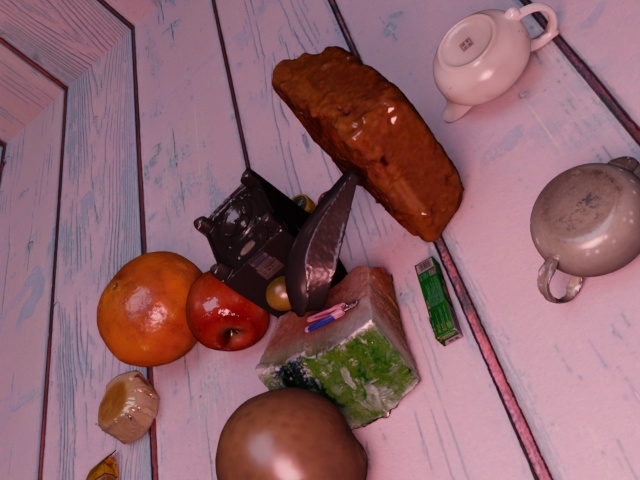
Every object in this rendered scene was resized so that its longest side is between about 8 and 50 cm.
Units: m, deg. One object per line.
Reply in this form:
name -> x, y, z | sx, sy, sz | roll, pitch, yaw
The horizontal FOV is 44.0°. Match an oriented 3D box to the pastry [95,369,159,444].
pastry -> -0.448, 0.387, 1.836 | 0.166, 0.088, 0.165 | -25, 45, 28

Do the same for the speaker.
speaker -> -0.101, 0.012, 1.664 | 0.184, 0.254, 0.232 | -43, 39, 12

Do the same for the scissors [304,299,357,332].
scissors -> 0.020, 0.133, 1.426 | 0.113, 0.012, 0.039 | -26, 28, 26

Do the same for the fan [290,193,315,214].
fan -> -0.068, -0.075, 1.868 | 0.155, 0.039, 0.082 | 25, 80, 52

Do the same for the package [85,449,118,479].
package -> -0.493, 0.539, 1.793 | 0.071, 0.047, 0.131 | -40, 42, 19

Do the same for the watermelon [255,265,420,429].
watermelon -> 0.022, 0.192, 1.481 | 0.264, 0.151, 0.302 | -32, 43, 24

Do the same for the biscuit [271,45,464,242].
biscuit -> 0.100, -0.207, 1.575 | 0.166, 0.343, 0.395 | -44, 42, 2

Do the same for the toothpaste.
toothpaste -> 0.214, 0.109, 1.452 | 0.043, 0.037, 0.178 | -30, 43, 19

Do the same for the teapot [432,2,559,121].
teapot -> 0.351, -0.379, 1.627 | 0.300, 0.166, 0.208 | -30, 35, 13

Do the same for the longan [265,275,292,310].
longan -> -0.070, 0.104, 1.555 | 0.075, 0.075, 0.083 | -59, -2, -10

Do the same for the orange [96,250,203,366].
orange -> -0.391, 0.160, 1.855 | 0.284, 0.226, 0.283 | -30, 36, 25

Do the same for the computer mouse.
computer mouse -> -0.005, -0.001, 1.462 | 0.168, 0.087, 0.295 | 122, 165, -76

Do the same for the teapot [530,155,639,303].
teapot -> 0.438, -0.028, 1.274 | 0.193, 0.129, 0.294 | 25, 81, 50

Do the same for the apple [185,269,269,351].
apple -> -0.200, 0.150, 1.711 | 0.181, 0.181, 0.168 | -30, 39, 24

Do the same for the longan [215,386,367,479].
longan -> -0.049, 0.374, 1.338 | 0.258, 0.258, 0.258 | -25, 45, 29
